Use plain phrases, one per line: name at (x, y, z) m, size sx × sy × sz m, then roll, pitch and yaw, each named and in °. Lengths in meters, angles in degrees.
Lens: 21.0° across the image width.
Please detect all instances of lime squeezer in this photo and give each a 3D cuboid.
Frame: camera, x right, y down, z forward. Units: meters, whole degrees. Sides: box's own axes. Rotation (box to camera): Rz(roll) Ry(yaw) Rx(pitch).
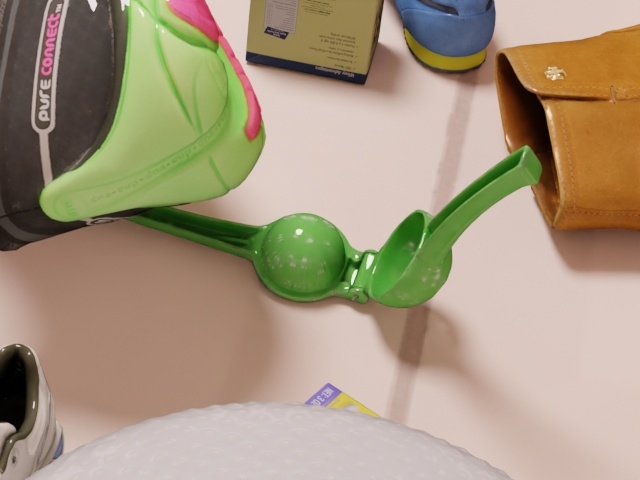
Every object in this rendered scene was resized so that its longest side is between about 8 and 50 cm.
lime squeezer at (0.000, 0.000, 0.952) m, size 0.310 × 0.110 × 0.058 m, roll -1°, pitch 71°, yaw 37°

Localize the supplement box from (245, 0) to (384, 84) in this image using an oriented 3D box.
supplement box at (-0.001, -0.157, 1.126) m, size 0.083 × 0.083 × 0.056 m, roll 12°, pitch 42°, yaw 4°

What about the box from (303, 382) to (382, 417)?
box at (0.040, 0.152, 0.825) m, size 0.179 × 0.043 × 0.105 m, roll 32°, pitch 48°, yaw 22°

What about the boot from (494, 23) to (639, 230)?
boot at (0.215, -0.120, 1.105) m, size 0.211 × 0.104 × 0.295 m, roll 2°, pitch 46°, yaw -7°

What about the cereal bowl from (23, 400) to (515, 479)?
cereal bowl at (-0.014, 0.198, 0.655) m, size 0.339 × 0.141 × 0.339 m, roll 3°, pitch 52°, yaw -3°

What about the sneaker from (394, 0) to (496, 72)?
sneaker at (0.067, -0.206, 1.195) m, size 0.069 × 0.082 × 0.209 m, roll -11°, pitch 44°, yaw -17°

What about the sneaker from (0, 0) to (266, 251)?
sneaker at (-0.196, -0.158, 1.017) m, size 0.202 × 0.185 × 0.483 m, roll -27°, pitch 35°, yaw -5°

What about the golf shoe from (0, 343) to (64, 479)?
golf shoe at (-0.167, 0.122, 0.794) m, size 0.069 × 0.086 × 0.176 m, roll 11°, pitch 44°, yaw 1°
